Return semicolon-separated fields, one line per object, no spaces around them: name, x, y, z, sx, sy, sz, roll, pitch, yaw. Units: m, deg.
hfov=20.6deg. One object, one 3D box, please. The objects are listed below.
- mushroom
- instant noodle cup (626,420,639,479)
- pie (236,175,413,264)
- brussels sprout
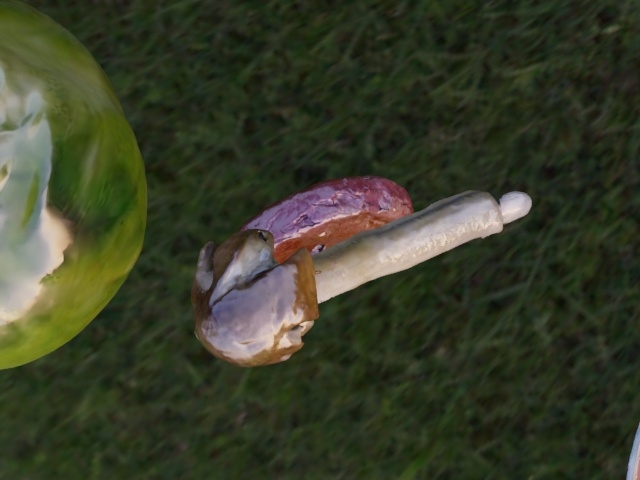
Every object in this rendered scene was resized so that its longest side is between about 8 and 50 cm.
mushroom;0.019;0.005;0.835;0.060;0.187;0.061;1;111;57
instant noodle cup;0.360;0.178;1.266;0.212;0.193;0.193;19;118;38
pie;0.000;0.000;1.595;0.182;0.182;0.050;-37;61;33
brussels sprout;-0.236;-0.054;1.131;0.219;0.210;0.271;-44;123;6
